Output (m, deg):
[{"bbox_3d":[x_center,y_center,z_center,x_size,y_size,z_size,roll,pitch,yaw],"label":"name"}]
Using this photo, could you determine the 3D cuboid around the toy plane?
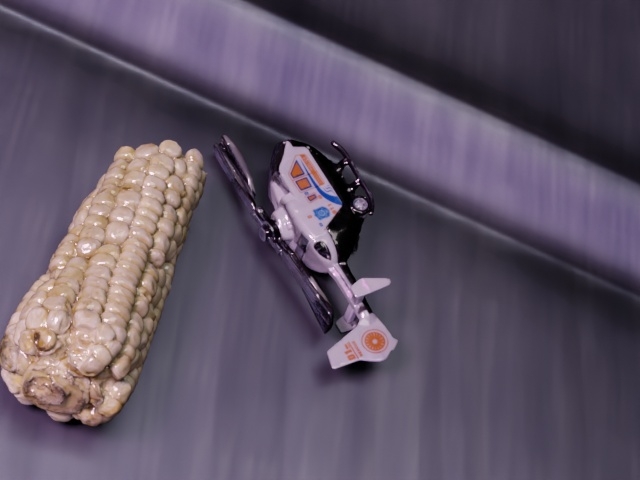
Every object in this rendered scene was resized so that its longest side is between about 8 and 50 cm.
[{"bbox_3d":[0.001,0.000,1.206,0.078,0.053,0.197,-17,63,-24],"label":"toy plane"}]

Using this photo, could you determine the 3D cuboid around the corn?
[{"bbox_3d":[-0.135,0.021,1.110,0.087,0.087,0.211,23,46,-8],"label":"corn"}]
